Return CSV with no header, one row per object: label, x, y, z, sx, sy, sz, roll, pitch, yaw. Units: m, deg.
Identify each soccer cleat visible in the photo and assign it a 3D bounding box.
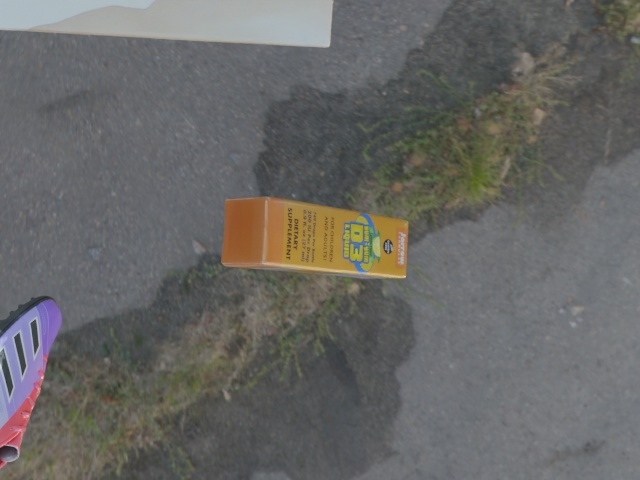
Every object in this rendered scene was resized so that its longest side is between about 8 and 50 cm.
soccer cleat,-0.408,0.214,1.174,0.116,0.318,0.108,22,146,11

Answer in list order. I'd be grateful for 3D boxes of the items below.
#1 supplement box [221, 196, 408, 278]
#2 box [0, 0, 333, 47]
supplement box,0.000,0.000,1.048,0.233,0.080,0.078,7,84,-46
box,-0.145,-0.239,0.747,0.311,0.148,0.121,2,115,-4
